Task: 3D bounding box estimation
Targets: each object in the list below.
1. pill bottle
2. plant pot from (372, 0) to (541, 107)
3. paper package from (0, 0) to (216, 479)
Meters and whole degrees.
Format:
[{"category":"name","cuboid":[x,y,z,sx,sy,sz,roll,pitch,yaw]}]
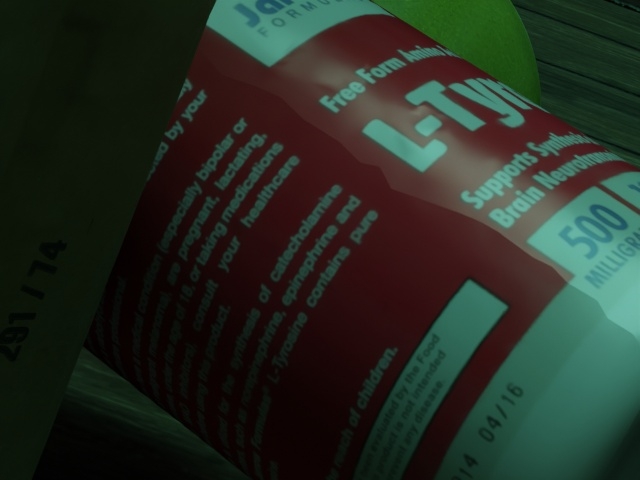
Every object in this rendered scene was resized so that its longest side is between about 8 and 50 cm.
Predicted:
[{"category":"pill bottle","cuboid":[0.000,0.000,0.954,0.407,0.229,0.229,35,24,24]},{"category":"plant pot","cuboid":[-0.023,-0.050,1.278,0.274,0.275,0.293,23,31,9]},{"category":"paper package","cuboid":[-0.235,0.000,0.784,0.168,0.325,0.309,32,21,28]}]
